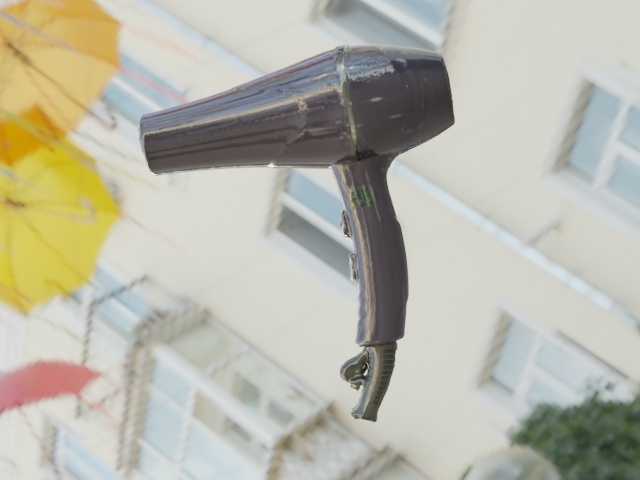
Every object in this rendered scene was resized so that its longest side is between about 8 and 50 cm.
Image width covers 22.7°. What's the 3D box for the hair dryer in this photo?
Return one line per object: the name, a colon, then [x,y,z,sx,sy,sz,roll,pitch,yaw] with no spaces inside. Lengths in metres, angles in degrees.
hair dryer: [0.000,0.000,1.532,0.301,0.361,0.121,-11,-4,3]
